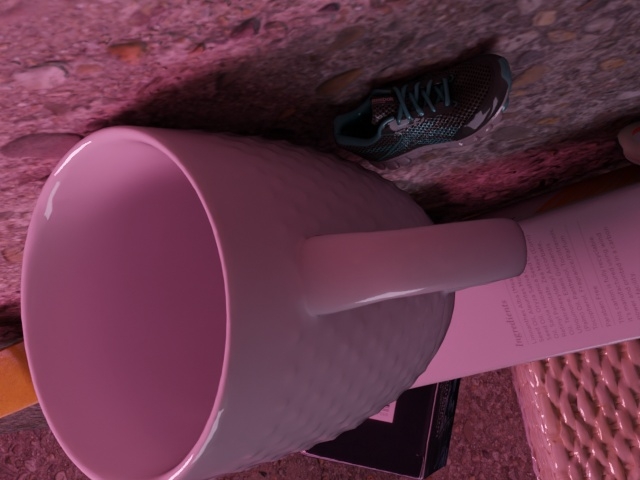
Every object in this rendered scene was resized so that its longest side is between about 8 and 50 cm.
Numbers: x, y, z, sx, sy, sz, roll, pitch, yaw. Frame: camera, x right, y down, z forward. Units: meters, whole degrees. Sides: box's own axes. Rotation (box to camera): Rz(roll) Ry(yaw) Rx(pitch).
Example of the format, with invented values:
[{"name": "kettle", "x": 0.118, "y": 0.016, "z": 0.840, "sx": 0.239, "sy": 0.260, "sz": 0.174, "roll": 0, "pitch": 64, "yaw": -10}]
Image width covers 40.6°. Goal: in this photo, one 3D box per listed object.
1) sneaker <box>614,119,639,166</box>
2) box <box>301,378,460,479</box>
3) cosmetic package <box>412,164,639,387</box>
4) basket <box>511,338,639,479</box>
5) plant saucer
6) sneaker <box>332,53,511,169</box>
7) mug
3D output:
[{"name": "sneaker", "x": 0.386, "y": -0.123, "z": 0.894, "sx": 0.161, "sy": 0.057, "sz": 0.075, "roll": -7, "pitch": 148, "yaw": -10}, {"name": "box", "x": 0.134, "y": 0.258, "z": 1.576, "sx": 0.212, "sy": 0.293, "sz": 0.395, "roll": 9, "pitch": 172, "yaw": 15}, {"name": "cosmetic package", "x": 0.236, "y": 0.046, "z": 1.065, "sx": 0.453, "sy": 0.161, "sz": 0.230, "roll": -20, "pitch": -176, "yaw": 31}, {"name": "basket", "x": 0.471, "y": 0.230, "z": 1.325, "sx": 0.328, "sy": 0.331, "sz": 0.266, "roll": -13, "pitch": 165, "yaw": 9}, {"name": "plant saucer", "x": -0.479, "y": 0.207, "z": 1.241, "sx": 0.333, "sy": 0.081, "sz": 0.333, "roll": -22, "pitch": -177, "yaw": 6}, {"name": "sneaker", "x": 0.076, "y": -0.102, "z": 0.697, "sx": 0.076, "sy": 0.065, "sz": 0.166, "roll": 7, "pitch": 156, "yaw": -42}, {"name": "mug", "x": -0.009, "y": 0.039, "z": 0.724, "sx": 0.374, "sy": 0.276, "sz": 0.328, "roll": -15, "pitch": 171, "yaw": 42}]
